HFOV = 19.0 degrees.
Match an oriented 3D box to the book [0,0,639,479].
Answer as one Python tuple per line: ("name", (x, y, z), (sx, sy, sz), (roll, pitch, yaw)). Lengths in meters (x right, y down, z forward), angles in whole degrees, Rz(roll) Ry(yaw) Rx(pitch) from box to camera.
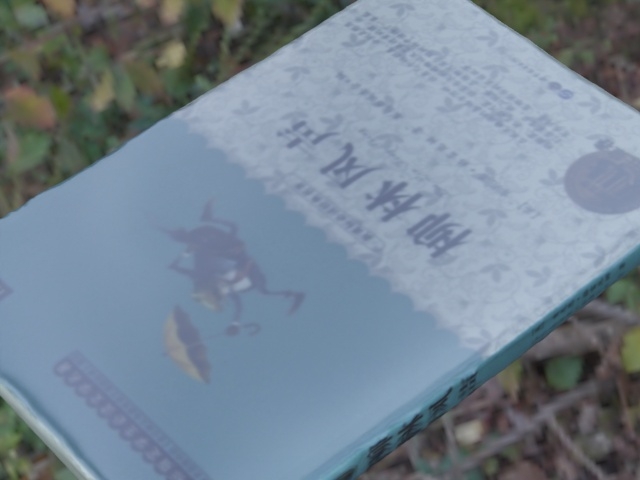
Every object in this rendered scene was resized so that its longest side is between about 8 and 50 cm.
("book", (0.000, 0.000, 1.019), (0.379, 0.031, 0.264), (-34, 51, -24))
